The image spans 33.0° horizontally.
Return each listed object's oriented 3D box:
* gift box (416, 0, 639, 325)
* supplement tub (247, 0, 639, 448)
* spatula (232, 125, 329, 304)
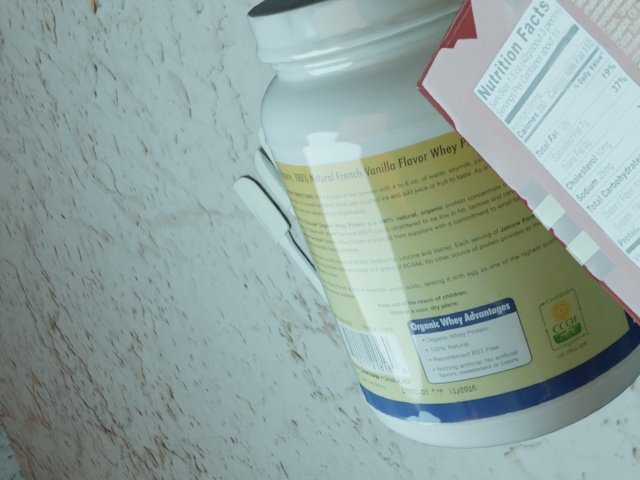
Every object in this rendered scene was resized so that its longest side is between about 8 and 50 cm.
[{"bbox_3d":[0.242,-0.089,0.488,0.276,0.258,0.255,51,147,9],"label":"gift box"},{"bbox_3d":[0.092,-0.042,0.757,0.228,0.228,0.316,5,121,52],"label":"supplement tub"},{"bbox_3d":[0.000,0.000,1.114,0.242,0.019,0.168,52,147,9],"label":"spatula"}]
